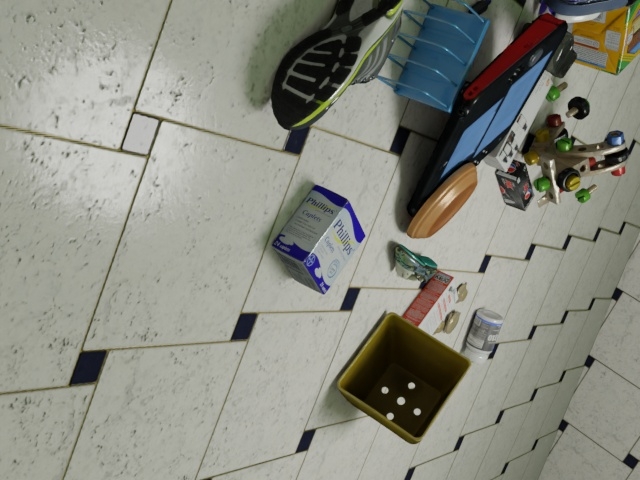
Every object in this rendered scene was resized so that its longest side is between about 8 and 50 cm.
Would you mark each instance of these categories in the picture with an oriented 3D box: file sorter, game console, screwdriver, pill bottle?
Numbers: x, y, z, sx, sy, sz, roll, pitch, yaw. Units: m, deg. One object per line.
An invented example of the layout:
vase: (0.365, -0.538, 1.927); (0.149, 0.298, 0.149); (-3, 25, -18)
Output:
file sorter: (0.187, -0.326, 1.451); (0.104, 0.118, 0.170); (16, 99, -57)
game console: (0.324, -0.239, 1.669); (0.342, 0.060, 0.386); (-45, 166, -30)
screwdriver: (0.337, -0.476, 1.667); (0.170, 0.024, 0.025); (-43, 173, -35)
pill bottle: (0.448, 0.265, 2.355); (0.078, 0.078, 0.137); (-9, 120, -55)

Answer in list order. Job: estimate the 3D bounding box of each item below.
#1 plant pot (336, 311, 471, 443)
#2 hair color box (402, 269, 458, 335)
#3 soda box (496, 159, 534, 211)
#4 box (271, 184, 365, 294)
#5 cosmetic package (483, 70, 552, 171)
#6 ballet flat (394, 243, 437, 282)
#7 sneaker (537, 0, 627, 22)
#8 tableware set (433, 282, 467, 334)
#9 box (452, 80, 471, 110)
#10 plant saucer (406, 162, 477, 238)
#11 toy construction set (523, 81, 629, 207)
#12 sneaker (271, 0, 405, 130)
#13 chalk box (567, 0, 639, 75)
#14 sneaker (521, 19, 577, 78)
plant pot: (0.181, 0.323, 1.873); (0.212, 0.212, 0.187); (-51, 161, -21)
hair color box: (0.255, 0.162, 1.997); (0.167, 0.053, 0.093); (-49, 146, -22)
soda box: (0.484, -0.139, 2.118); (0.053, 0.060, 0.169); (-59, 149, -13)
box: (0.000, 0.000, 1.452); (0.137, 0.072, 0.126); (-55, 150, -16)
cosmetic package: (0.445, -0.284, 1.943); (0.239, 0.060, 0.099); (-62, 151, -2)
ballet flat: (0.195, 0.057, 1.818); (0.188, 0.070, 0.070); (24, 92, -57)
sneaker: (0.492, -0.535, 1.758); (0.323, 0.130, 0.236); (-2, 148, -27)
tableware set: (0.327, 0.178, 2.156); (0.169, 0.020, 0.141); (-5, 119, -58)
box: (0.303, -0.282, 1.763); (0.067, 0.018, 0.083); (-61, 150, -7)
plant saucer: (0.258, -0.074, 1.757); (0.200, 0.037, 0.200); (-44, 166, -14)
toy construction set: (0.594, -0.177, 2.139); (0.237, 0.257, 0.309); (-34, 149, -18)
sneaker: (0.040, -0.267, 1.280); (0.300, 0.111, 0.121); (-50, 152, -18)
chalk box: (0.698, -0.550, 2.017); (0.289, 0.180, 0.179); (-39, 142, -34)
sneaker: (0.466, -0.411, 1.796); (0.087, 0.130, 0.227); (-60, 165, 13)
